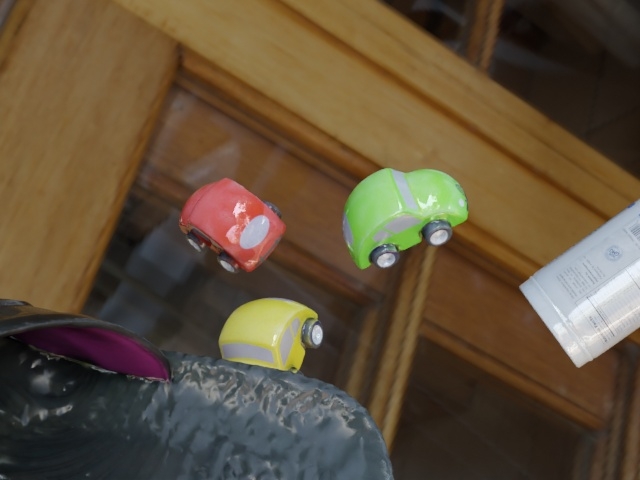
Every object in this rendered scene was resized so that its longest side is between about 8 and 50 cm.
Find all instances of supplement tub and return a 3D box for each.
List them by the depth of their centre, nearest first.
[{"bbox_3d":[0.194,0.027,0.807,0.107,0.071,0.071,-36,27,7],"label":"supplement tub"}]

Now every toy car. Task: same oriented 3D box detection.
[{"bbox_3d":[0.000,0.000,0.915,0.225,0.053,0.239,-26,48,8],"label":"toy car"}]

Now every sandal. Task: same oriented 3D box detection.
[{"bbox_3d":[-0.136,0.096,0.641,0.107,0.445,0.168,-38,51,47],"label":"sandal"}]
